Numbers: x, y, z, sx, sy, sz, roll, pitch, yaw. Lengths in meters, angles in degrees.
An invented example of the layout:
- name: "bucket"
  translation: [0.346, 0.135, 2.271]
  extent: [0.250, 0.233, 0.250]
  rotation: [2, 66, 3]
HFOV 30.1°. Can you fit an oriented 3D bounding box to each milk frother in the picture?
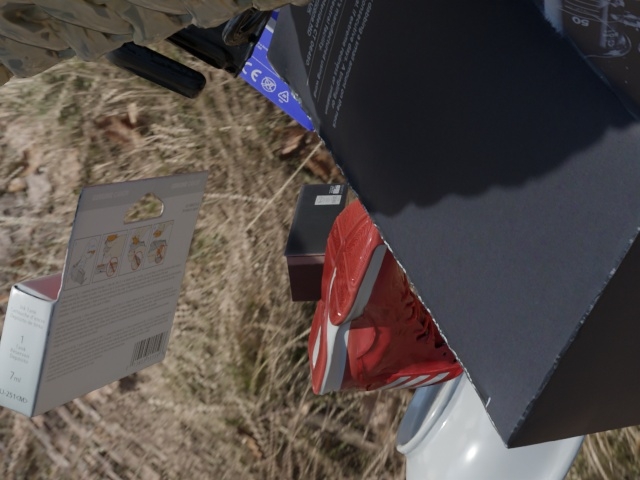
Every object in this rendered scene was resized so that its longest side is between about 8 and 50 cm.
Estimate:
- name: "milk frother"
  translation: [-0.102, -0.201, 0.943]
  extent: [0.134, 0.129, 0.143]
  rotation: [26, 137, -10]

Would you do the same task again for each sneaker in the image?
- name: "sneaker"
  translation: [0.068, 0.047, 0.972]
  extent: [0.128, 0.087, 0.221]
  rotation: [2, 143, -12]

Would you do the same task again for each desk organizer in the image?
- name: "desk organizer"
  translation: [0.000, 0.000, 1.081]
  extent: [0.047, 0.130, 0.050]
  rotation: [-2, 120, 8]

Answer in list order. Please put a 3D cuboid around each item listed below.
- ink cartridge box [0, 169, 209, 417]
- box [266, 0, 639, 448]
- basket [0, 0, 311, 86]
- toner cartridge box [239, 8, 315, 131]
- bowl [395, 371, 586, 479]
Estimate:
- name: "ink cartridge box"
  translation: [-0.227, 0.040, 1.262]
  extent: [0.060, 0.275, 0.239]
  rotation: [18, 103, 18]
- name: "box"
  translation: [0.196, -0.081, 0.665]
  extent: [0.343, 0.312, 0.179]
  rotation: [-5, 137, -29]
- name: "basket"
  translation: [-0.198, -0.222, 0.399]
  extent: [0.328, 0.331, 0.267]
  rotation: [-9, 74, 28]
- name: "toner cartridge box"
  translation: [-0.094, -0.277, 1.221]
  extent: [0.348, 0.165, 0.075]
  rotation: [38, 134, -1]
- name: "bowl"
  translation: [0.174, 0.203, 1.313]
  extent: [0.134, 0.298, 0.298]
  rotation: [30, 104, -4]
